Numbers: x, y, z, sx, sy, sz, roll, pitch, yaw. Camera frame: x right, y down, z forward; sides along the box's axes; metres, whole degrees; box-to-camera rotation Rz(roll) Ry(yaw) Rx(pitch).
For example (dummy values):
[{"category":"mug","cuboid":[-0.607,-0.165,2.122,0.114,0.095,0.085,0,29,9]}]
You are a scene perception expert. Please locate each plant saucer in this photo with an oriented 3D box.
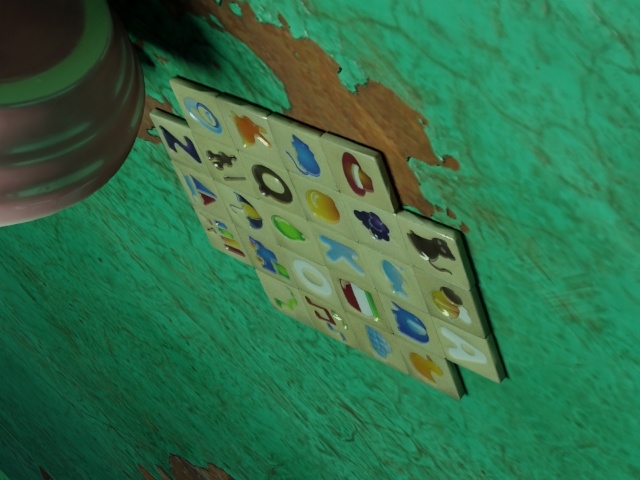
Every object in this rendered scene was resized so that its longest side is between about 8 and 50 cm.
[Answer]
[{"category":"plant saucer","cuboid":[-0.282,-0.153,1.075,0.332,0.332,0.084,38,131,13]}]

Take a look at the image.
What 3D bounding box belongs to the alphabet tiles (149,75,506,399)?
[{"category":"alphabet tiles","cuboid":[0.000,0.000,1.225,0.342,0.011,0.285,24,149,39]}]
